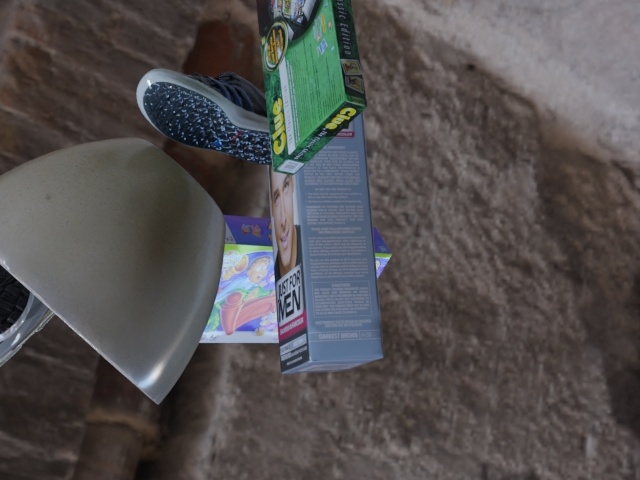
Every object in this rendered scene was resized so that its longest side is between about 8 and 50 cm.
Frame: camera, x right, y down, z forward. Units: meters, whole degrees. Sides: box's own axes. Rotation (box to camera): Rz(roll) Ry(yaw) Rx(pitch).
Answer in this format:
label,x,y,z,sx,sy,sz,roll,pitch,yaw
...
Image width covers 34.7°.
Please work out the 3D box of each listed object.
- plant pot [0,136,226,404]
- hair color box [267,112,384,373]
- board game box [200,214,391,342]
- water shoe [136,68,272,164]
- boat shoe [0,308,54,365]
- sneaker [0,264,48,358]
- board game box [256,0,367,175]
label,x,y,z,sx,sy,sz,roll,pitch,yaw
plant pot,-0.210,0.004,1.062,0.284,0.191,0.284,39,166,11
hair color box,0.000,0.000,1.510,0.114,0.374,0.185,0,168,-16
board game box,-0.076,0.075,1.815,0.347,0.078,0.233,4,130,-33
water shoe,-0.113,-0.141,1.082,0.073,0.080,0.203,-38,140,28
boat shoe,-0.486,0.137,1.469,0.098,0.302,0.109,-15,112,56
sneaker,-0.376,0.044,1.315,0.100,0.271,0.108,28,140,5
board game box,-0.016,-0.209,1.012,0.030,0.259,0.136,11,150,-33
